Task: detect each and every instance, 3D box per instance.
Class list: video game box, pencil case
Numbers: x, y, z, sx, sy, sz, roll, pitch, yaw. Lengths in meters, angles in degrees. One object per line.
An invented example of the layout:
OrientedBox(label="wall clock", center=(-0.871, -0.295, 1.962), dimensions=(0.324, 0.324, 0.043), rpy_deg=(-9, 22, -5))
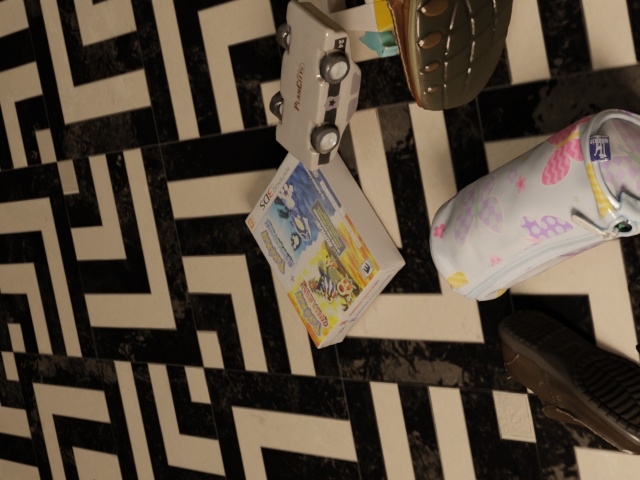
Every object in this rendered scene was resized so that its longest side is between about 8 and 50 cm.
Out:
OrientedBox(label="video game box", center=(0.000, 0.000, 1.725), dimensions=(0.205, 0.048, 0.187), rpy_deg=(59, 143, 21))
OrientedBox(label="pencil case", center=(0.223, -0.028, 1.361), dimensions=(0.273, 0.113, 0.124), rpy_deg=(-29, 57, 54))

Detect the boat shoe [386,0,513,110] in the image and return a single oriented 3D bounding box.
OrientedBox(label="boat shoe", center=(0.114, -0.297, 1.408), dimensions=(0.120, 0.122, 0.324), rpy_deg=(34, 132, 54))

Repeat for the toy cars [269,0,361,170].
OrientedBox(label="toy cars", center=(-0.024, -0.280, 1.580), dimensions=(0.176, 0.087, 0.394), rpy_deg=(-12, 96, 60))

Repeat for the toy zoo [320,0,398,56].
OrientedBox(label="toy zoo", center=(0.053, -0.350, 1.544), dimensions=(0.192, 0.030, 0.293), rpy_deg=(-3, 100, 53))

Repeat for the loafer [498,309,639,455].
OrientedBox(label="loafer", center=(0.266, 0.151, 1.411), dimensions=(0.220, 0.080, 0.078), rpy_deg=(41, 142, 44))

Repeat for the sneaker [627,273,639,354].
OrientedBox(label="sneaker", center=(0.334, 0.112, 1.285), dimensions=(0.067, 0.078, 0.188), rpy_deg=(130, 123, -71))
